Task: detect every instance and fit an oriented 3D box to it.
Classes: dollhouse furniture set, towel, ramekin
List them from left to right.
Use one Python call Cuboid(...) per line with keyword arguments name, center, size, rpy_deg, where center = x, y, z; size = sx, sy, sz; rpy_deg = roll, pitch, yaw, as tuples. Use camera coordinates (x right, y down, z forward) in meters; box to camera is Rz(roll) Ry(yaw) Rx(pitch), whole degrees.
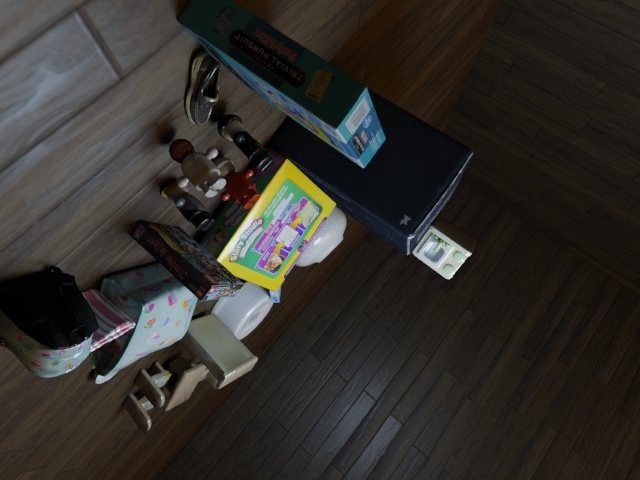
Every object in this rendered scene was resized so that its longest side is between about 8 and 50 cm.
Cuboid(name="towel", center=(-0.503, 0.173, 0.828), size=(0.197, 0.144, 0.029), rpy_deg=(-32, 150, -55))
Cuboid(name="dollhouse furniture set", center=(-0.451, 0.513, 1.529), size=(0.362, 0.256, 0.394), rpy_deg=(-12, 138, -59))
Cuboid(name="ramekin", center=(-0.320, 0.285, 1.709), size=(0.277, 0.135, 0.277), rpy_deg=(-47, 165, -16))

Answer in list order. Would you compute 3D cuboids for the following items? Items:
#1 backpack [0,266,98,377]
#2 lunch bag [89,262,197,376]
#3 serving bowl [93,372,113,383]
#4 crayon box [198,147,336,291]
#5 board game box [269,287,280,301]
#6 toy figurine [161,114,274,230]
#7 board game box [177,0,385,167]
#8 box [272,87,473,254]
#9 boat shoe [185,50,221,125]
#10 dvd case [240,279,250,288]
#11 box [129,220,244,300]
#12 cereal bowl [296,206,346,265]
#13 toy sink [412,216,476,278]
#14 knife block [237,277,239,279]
Cuboid(name="backpack", center=(-0.489, 0.150, 0.732), size=(0.152, 0.182, 0.115), rpy_deg=(-33, 156, -55))
Cuboid(name="lunch bag", center=(-0.451, 0.202, 1.041), size=(0.262, 0.160, 0.223), rpy_deg=(-64, 164, 21))
Cuboid(name="serving bowl", center=(-0.622, 0.374, 1.187), size=(0.083, 0.027, 0.083), rpy_deg=(-48, 165, -17))
Cuboid(name="crayon box", center=(-0.152, -0.047, 1.256), size=(0.362, 0.106, 0.313), rpy_deg=(-55, 144, 0))
Cuboid(name="board game box", center=(-0.185, 0.122, 1.643), size=(0.160, 0.039, 0.211), rpy_deg=(-90, 177, -47))
Cuboid(name="toy figurine", center=(-0.230, -0.148, 0.893), size=(0.210, 0.148, 0.213), rpy_deg=(-35, 167, -34))
Cuboid(name="board game box", center=(-0.052, -0.279, 0.738), size=(0.079, 0.336, 0.254), rpy_deg=(-54, 166, 6))
Cuboid(name="box", center=(0.169, -0.216, 1.304), size=(0.297, 0.480, 0.472), rpy_deg=(-55, 167, 2))
Cuboid(name="boat shoe", center=(-0.222, -0.281, 0.785), size=(0.056, 0.049, 0.152), rpy_deg=(-43, 164, -39))
Cuboid(name="dvd case", center=(-0.300, 0.147, 1.456), size=(0.165, 0.018, 0.221), rpy_deg=(-9, -164, 36))
Cuboid(name="box", center=(-0.305, 0.047, 0.954), size=(0.044, 0.233, 0.159), rpy_deg=(-53, 167, 5))
Cuboid(name="cereal bowl", center=(0.000, 0.000, 1.879), size=(0.339, 0.141, 0.339), rpy_deg=(-44, 177, -3))
Cuboid(name="toy sink", center=(0.414, 0.027, 1.374), size=(0.131, 0.153, 0.234), rpy_deg=(-59, 166, 22))
Cuboid(name="knife block", center=(-0.259, 0.066, 1.456), size=(0.242, 0.088, 0.275), rpy_deg=(-51, 166, -3))
